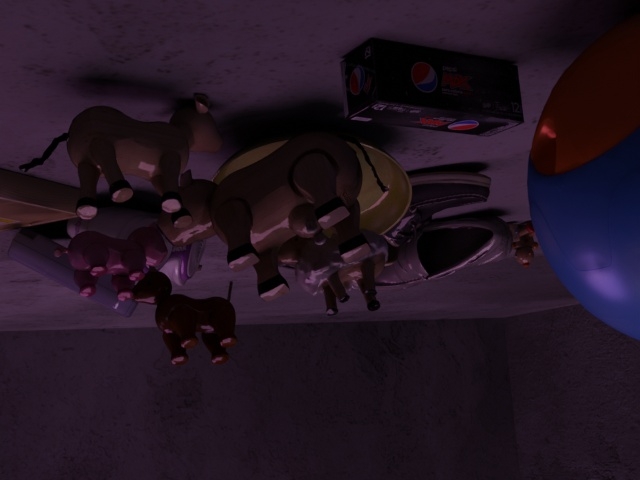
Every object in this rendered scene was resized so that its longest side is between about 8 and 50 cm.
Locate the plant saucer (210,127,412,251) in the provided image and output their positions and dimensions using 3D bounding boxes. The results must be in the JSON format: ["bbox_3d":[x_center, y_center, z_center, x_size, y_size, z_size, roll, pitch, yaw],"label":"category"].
[{"bbox_3d":[-0.013,-0.061,1.099,0.241,0.037,0.241,-2,149,-1],"label":"plant saucer"}]

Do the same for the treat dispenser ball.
[{"bbox_3d":[0.314,-0.051,0.751,0.288,0.288,0.288,-4,170,-1],"label":"treat dispenser ball"}]

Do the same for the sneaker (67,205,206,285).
[{"bbox_3d":[-0.266,-0.007,1.389,0.152,0.114,0.305,18,177,13],"label":"sneaker"}]

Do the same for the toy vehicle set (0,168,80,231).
[{"bbox_3d":[-0.466,-0.041,1.215,0.267,0.035,0.166,-9,169,24],"label":"toy vehicle set"}]

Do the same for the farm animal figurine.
[{"bbox_3d":[-0.098,-0.037,0.958,0.327,0.172,0.330,-15,143,-4],"label":"farm animal figurine"}]

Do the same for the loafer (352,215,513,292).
[{"bbox_3d":[0.177,0.021,1.641,0.320,0.112,0.111,-18,167,23],"label":"loafer"}]

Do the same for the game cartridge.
[{"bbox_3d":[-0.367,0.053,1.418,0.196,0.060,0.294,25,172,-10],"label":"game cartridge"}]

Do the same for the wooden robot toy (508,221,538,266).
[{"bbox_3d":[0.377,0.009,1.730,0.173,0.079,0.076,0,169,-25],"label":"wooden robot toy"}]

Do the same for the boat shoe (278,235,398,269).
[{"bbox_3d":[0.019,0.019,1.595,0.224,0.080,0.073,5,145,-16],"label":"boat shoe"}]

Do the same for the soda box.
[{"bbox_3d":[0.103,-0.135,0.844,0.169,0.060,0.053,3,167,-31],"label":"soda box"}]

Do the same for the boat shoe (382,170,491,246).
[{"bbox_3d":[0.104,-0.036,1.313,0.285,0.092,0.103,-8,169,23],"label":"boat shoe"}]

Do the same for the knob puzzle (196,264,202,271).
[{"bbox_3d":[-0.325,0.040,1.572,0.213,0.030,0.213,11,-172,-2],"label":"knob puzzle"}]
